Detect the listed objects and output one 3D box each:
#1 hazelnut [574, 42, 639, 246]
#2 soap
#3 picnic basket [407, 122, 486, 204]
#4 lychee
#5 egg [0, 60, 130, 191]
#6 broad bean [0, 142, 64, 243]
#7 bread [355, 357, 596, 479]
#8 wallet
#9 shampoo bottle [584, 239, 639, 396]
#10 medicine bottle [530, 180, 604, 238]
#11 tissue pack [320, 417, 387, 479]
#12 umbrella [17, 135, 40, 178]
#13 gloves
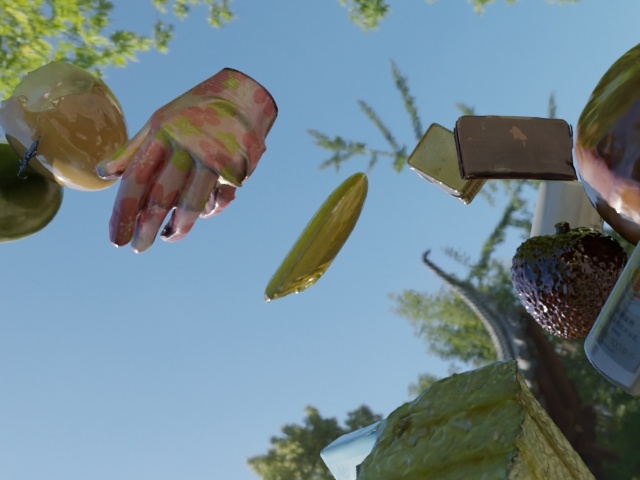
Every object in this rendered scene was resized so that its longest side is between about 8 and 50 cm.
[{"bbox_3d":[0.546,-0.125,1.277,0.372,0.316,0.372,-18,-90,-84],"label":"hazelnut"},{"bbox_3d":[0.002,0.002,2.258,0.427,0.115,0.306,-56,-7,0],"label":"soap"},{"bbox_3d":[0.279,-0.164,1.812,0.115,0.164,0.079,-55,-30,2],"label":"picnic basket"},{"bbox_3d":[0.399,0.059,1.368,0.194,0.195,0.194,-28,-55,-49],"label":"lychee"},{"bbox_3d":[-0.442,-0.197,1.504,0.201,0.201,0.244,-46,-71,-37],"label":"egg"},{"bbox_3d":[-0.614,-0.082,1.561,0.291,0.238,0.119,-22,-38,-39],"label":"broad bean"},{"bbox_3d":[0.159,0.336,0.814,0.264,0.239,0.395,48,-140,-11],"label":"bread"},{"bbox_3d":[0.267,-0.125,1.165,0.176,0.026,0.095,-2,-102,-17],"label":"wallet"},{"bbox_3d":[0.319,0.028,0.768,0.056,0.086,0.227,8,-63,-26],"label":"shampoo bottle"},{"bbox_3d":[0.497,0.007,1.737,0.144,0.145,0.251,16,-96,-58],"label":"medicine bottle"},{"bbox_3d":[0.115,0.379,1.381,0.089,0.177,0.263,-32,-7,-27],"label":"tissue pack"},{"bbox_3d":[-0.484,-0.137,1.406,0.022,0.122,0.013,17,-129,-22],"label":"umbrella"},{"bbox_3d":[-0.161,-0.091,0.997,0.145,0.126,0.241,42,-114,-13],"label":"gloves"}]
